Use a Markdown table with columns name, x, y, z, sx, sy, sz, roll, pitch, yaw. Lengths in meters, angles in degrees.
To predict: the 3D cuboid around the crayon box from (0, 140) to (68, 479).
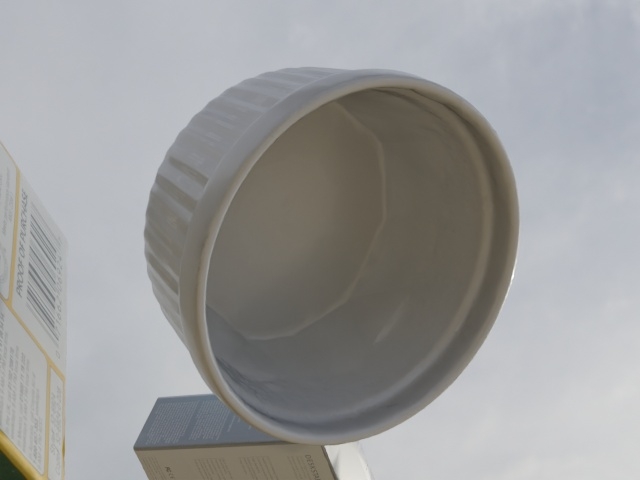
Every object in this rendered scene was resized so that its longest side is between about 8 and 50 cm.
| name | x | y | z | sx | sy | sz | roll | pitch | yaw |
| --- | --- | --- | --- | --- | --- | --- | --- | --- | --- |
| crayon box | -0.223 | -0.027 | 0.494 | 0.083 | 0.203 | 0.323 | -17 | -46 | 4 |

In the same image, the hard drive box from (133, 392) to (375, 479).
| name | x | y | z | sx | sy | sz | roll | pitch | yaw |
| --- | --- | --- | --- | --- | --- | --- | --- | --- | --- |
| hard drive box | -0.071 | 0.268 | 1.238 | 0.232 | 0.089 | 0.181 | -6 | -56 | 21 |

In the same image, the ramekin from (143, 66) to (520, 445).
| name | x | y | z | sx | sy | sz | roll | pitch | yaw |
| --- | --- | --- | --- | --- | --- | --- | --- | --- | --- |
| ramekin | 0.000 | 0.000 | 0.601 | 0.207 | 0.207 | 0.109 | 47 | -10 | -36 |
